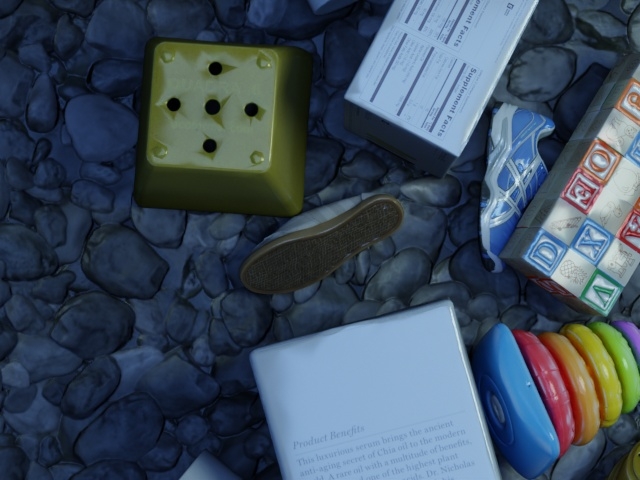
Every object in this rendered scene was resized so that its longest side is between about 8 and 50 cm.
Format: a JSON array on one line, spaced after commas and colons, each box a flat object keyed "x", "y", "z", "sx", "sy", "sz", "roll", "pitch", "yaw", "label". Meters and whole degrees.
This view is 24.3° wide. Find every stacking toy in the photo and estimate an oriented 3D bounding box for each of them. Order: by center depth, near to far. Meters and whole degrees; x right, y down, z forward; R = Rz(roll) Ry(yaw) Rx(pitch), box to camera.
[{"x": 0.344, "y": 0.153, "z": 1.779, "sx": 0.301, "sy": 0.166, "sz": 0.175, "roll": -19, "pitch": 72, "yaw": -12, "label": "stacking toy"}]

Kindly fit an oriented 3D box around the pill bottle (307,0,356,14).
[{"x": -0.013, "y": -0.388, "z": 1.816, "sx": 0.117, "sy": 0.117, "sz": 0.208, "roll": -25, "pitch": 86, "yaw": -1, "label": "pill bottle"}]

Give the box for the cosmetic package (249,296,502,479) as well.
[{"x": 0.096, "y": 0.308, "z": 1.635, "sx": 0.230, "sy": 0.161, "sz": 0.453, "roll": -15, "pitch": 87, "yaw": 5, "label": "cosmetic package"}]

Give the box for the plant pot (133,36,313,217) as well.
[{"x": -0.122, "y": -0.144, "z": 1.768, "sx": 0.212, "sy": 0.187, "sz": 0.212, "roll": 4, "pitch": 87, "yaw": 1, "label": "plant pot"}]

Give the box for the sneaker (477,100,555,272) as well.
[{"x": 0.235, "y": -0.063, "z": 1.814, "sx": 0.081, "sy": 0.080, "sz": 0.211, "roll": 8, "pitch": 88, "yaw": 4, "label": "sneaker"}]

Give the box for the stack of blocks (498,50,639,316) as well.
[{"x": 0.368, "y": -0.057, "z": 1.780, "sx": 0.171, "sy": 0.087, "sz": 0.297, "roll": 34, "pitch": 82, "yaw": -11, "label": "stack of blocks"}]

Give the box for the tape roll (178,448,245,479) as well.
[{"x": -0.144, "y": 0.387, "z": 1.709, "sx": 0.169, "sy": 0.246, "sz": 0.246, "roll": 39, "pitch": 88, "yaw": 3, "label": "tape roll"}]

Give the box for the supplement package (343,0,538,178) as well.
[{"x": 0.134, "y": -0.202, "z": 1.732, "sx": 0.145, "sy": 0.262, "sz": 0.204, "roll": 27, "pitch": 88, "yaw": 3, "label": "supplement package"}]

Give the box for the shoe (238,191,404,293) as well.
[{"x": 0.000, "y": 0.000, "z": 1.830, "sx": 0.219, "sy": 0.058, "sz": 0.076, "roll": -25, "pitch": 118, "yaw": 3, "label": "shoe"}]

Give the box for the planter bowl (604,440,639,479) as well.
[{"x": 0.418, "y": 0.283, "z": 1.721, "sx": 0.217, "sy": 0.217, "sz": 0.090, "roll": -22, "pitch": 127, "yaw": -1, "label": "planter bowl"}]
